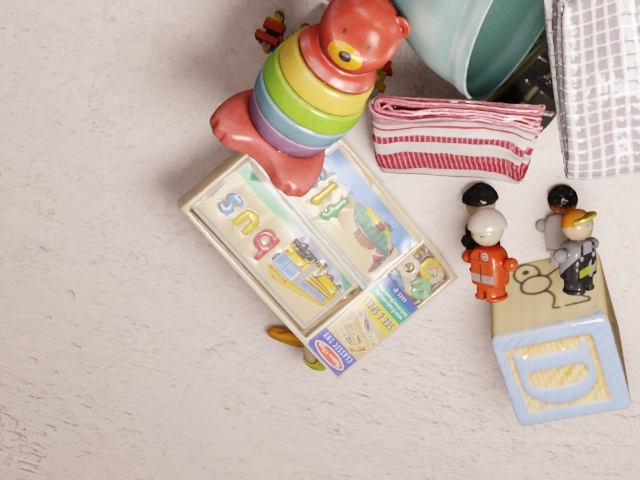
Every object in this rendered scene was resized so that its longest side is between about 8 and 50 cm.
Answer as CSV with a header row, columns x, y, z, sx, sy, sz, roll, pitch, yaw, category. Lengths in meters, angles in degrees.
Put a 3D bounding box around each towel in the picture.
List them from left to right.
x,y,z,sx,sy,sz,roll,pitch,yaw,category
0.194,-0.140,1.735,0.237,0.037,0.329,4,169,5,towel
0.416,-0.224,1.526,0.235,0.121,0.284,-7,117,10,towel

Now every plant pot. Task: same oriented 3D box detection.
x,y,z,sx,sy,sz,roll,pitch,yaw,category
0.198,-0.364,1.596,0.196,0.293,0.293,33,125,18,plant pot

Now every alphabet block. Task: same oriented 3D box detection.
x,y,z,sx,sy,sz,roll,pitch,yaw,category
0.390,0.158,1.940,0.192,0.197,0.193,-11,121,15,alphabet block

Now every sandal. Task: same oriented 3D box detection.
x,y,z,sx,sy,sz,roll,pitch,yaw,category
0.351,-0.256,1.740,0.120,0.086,0.303,42,123,-18,sandal

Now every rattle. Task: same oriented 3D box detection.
x,y,z,sx,sy,sz,roll,pitch,yaw,category
0.010,0.115,2.062,0.130,0.143,0.200,5,113,-35,rattle

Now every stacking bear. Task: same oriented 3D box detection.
x,y,z,sx,sy,sz,roll,pitch,yaw,category
0.005,-0.224,1.611,0.175,0.164,0.289,39,133,-5,stacking bear

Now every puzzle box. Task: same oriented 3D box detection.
x,y,z,sx,sy,sz,roll,pitch,yaw,category
0.000,0.000,1.912,0.272,0.052,0.409,-41,112,3,puzzle box

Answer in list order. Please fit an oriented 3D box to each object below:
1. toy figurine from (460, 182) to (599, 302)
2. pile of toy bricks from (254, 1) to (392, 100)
x,y,z,sx,sy,sz,roll,pitch,yaw,category
0.322,-0.007,1.837,0.209,0.213,0.148,-4,106,6,toy figurine
0.012,-0.301,1.758,0.212,0.118,0.105,24,85,4,pile of toy bricks
